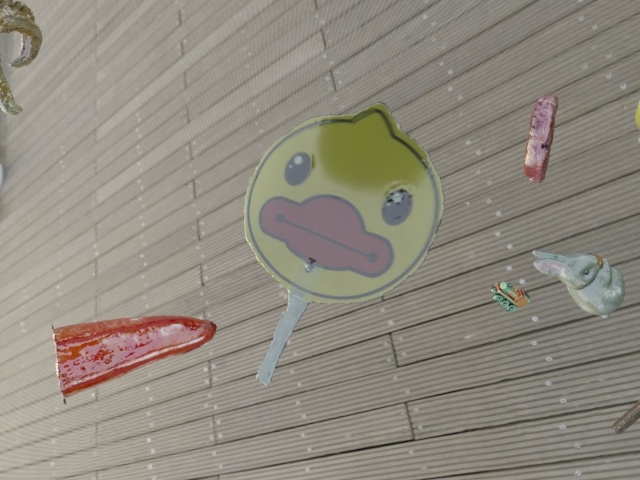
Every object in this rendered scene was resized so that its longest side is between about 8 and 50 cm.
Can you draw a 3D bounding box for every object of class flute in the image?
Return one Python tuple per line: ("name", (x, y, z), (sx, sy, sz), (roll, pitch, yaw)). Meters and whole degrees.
("flute", (0.346, 0.139, 0.495), (0.014, 0.270, 0.014), (-2, 49, 2))

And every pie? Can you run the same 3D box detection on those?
("pie", (0.363, -0.167, 0.825), (0.038, 0.153, 0.154), (10, 84, 23))

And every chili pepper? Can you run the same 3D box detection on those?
("chili pepper", (-0.195, 0.113, 0.546), (0.088, 0.168, 0.065), (-127, 35, -45))

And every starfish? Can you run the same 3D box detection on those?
("starfish", (-0.363, -0.226, 0.502), (0.053, 0.150, 0.210), (15, 132, 41))

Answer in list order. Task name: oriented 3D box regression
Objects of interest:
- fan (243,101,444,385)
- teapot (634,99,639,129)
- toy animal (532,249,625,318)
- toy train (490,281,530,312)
("fan", (0.000, 0.000, 0.553), (0.229, 0.011, 0.335), (23, 88, 21))
("teapot", (0.516, -0.206, 0.685), (0.119, 0.166, 0.130), (22, 48, 33))
("toy animal", (0.600, 0.080, 1.157), (0.125, 0.251, 0.127), (-51, 31, 23))
("toy train", (0.491, 0.143, 1.307), (0.064, 0.103, 0.044), (-42, 27, 32))
